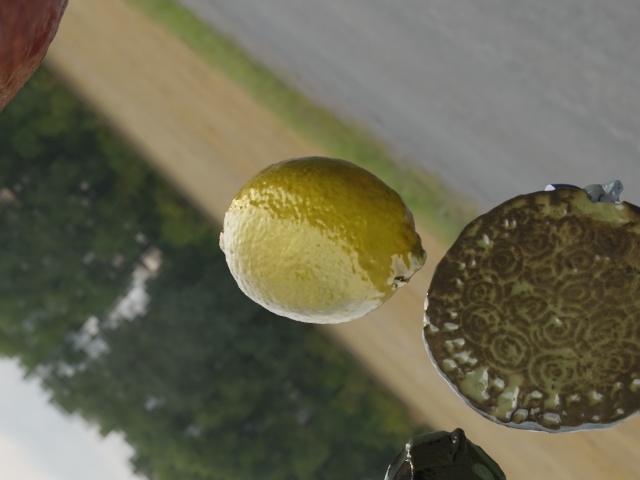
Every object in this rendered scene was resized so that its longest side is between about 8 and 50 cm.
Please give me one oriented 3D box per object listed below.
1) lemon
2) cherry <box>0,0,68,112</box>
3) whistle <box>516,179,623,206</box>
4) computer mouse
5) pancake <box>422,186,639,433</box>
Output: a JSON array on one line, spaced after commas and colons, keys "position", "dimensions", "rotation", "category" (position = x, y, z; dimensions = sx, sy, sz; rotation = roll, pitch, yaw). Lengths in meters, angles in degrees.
[{"position": [0.000, 0.000, 2.091], "dimensions": [0.257, 0.188, 0.188], "rotation": [4, 158, 25], "category": "lemon"}, {"position": [-0.206, -0.102, 0.687], "dimensions": [0.239, 0.206, 0.239], "rotation": [26, -159, -11], "category": "cherry"}, {"position": [0.179, -0.029, 1.352], "dimensions": [0.029, 0.083, 0.033], "rotation": [-113, 25, -43], "category": "whistle"}, {"position": [0.085, 0.222, 1.318], "dimensions": [0.106, 0.062, 0.192], "rotation": [23, -134, -14], "category": "computer mouse"}, {"position": [0.166, 0.045, 1.281], "dimensions": [0.199, 0.199, 0.021], "rotation": [42, 162, 28], "category": "pancake"}]
